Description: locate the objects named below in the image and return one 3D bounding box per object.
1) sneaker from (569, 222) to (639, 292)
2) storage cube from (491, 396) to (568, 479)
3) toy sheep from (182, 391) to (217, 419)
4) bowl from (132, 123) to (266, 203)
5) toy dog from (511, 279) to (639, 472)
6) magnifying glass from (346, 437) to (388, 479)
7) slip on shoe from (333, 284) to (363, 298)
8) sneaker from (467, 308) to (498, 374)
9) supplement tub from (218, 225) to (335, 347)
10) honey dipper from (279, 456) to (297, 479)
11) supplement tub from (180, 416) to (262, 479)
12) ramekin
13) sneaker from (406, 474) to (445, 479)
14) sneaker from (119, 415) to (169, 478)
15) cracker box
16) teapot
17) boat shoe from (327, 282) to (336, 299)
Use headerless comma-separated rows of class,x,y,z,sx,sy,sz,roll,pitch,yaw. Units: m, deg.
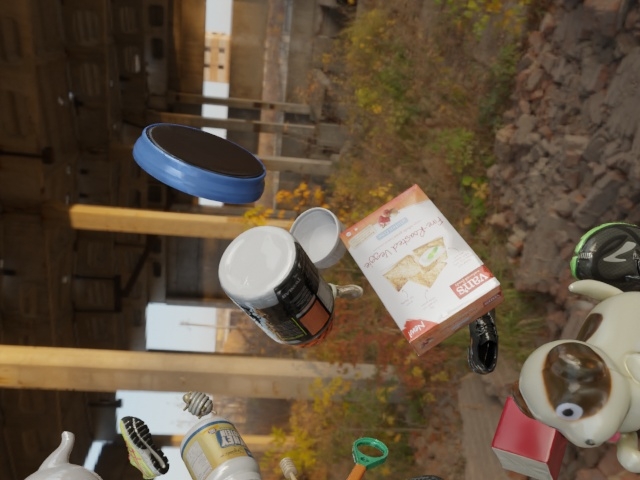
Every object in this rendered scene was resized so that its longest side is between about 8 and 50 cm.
sneaker,0.849,0.073,1.444,0.202,0.484,0.185,-128,49,-79
storage cube,0.712,0.671,1.988,0.193,0.215,0.183,-59,-42,-28
toy sheep,-0.419,0.571,2.046,0.091,0.132,0.091,-59,-6,-10
bowl,-0.340,-0.233,1.725,0.391,0.392,0.077,-99,31,-64
toy dog,0.599,0.264,1.210,0.395,0.408,0.284,64,150,19
magnifying glass,0.107,0.552,1.467,0.231,0.092,0.026,-24,-54,-68
slip on shoe,0.076,0.174,1.983,0.041,0.136,0.051,-37,-52,-56
sneaker,0.484,0.255,1.750,0.130,0.109,0.286,61,-160,-81
supplement tub,-0.091,0.130,1.469,0.338,0.207,0.207,59,-155,-52
honey dipper,-0.045,0.511,1.223,0.161,0.031,0.030,-141,53,-60
supplement tub,-0.229,0.529,1.379,0.200,0.145,0.144,41,133,45
ramekin,0.000,0.000,2.054,0.109,0.207,0.207,32,-127,-51
sneaker,0.157,0.621,1.084,0.147,0.145,0.384,60,-135,-33
sneaker,-0.542,0.621,1.751,0.208,0.094,0.081,56,-157,7
cracker box,0.152,0.040,0.923,0.232,0.156,0.067,57,-178,36
teapot,-0.595,0.642,1.407,0.255,0.253,0.187,-63,-10,10
boat shoe,-0.044,0.208,1.817,0.227,0.069,0.081,-49,47,28
